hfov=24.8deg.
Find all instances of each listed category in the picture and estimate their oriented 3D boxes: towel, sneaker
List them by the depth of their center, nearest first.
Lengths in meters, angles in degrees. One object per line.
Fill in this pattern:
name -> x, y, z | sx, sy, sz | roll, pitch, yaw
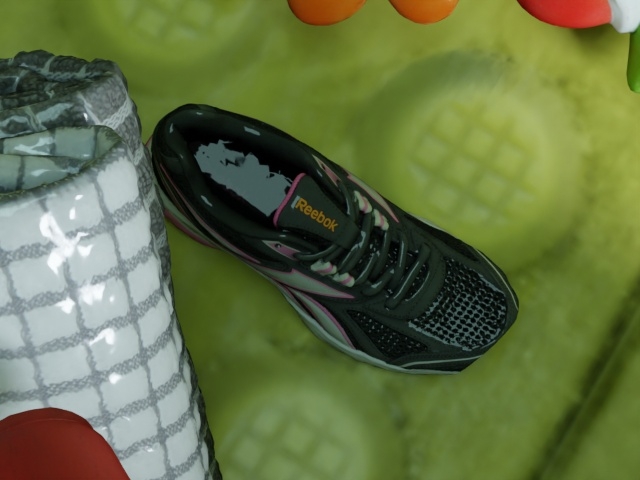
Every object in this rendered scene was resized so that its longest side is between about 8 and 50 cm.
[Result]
towel -> -0.183, 0.066, 0.520 | 0.283, 0.121, 0.235 | -9, 125, -2
sneaker -> 0.000, 0.000, 0.611 | 0.178, 0.077, 0.072 | 26, 81, 1

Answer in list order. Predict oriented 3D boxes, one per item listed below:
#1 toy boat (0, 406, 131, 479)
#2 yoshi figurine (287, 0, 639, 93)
toy boat -> -0.027, 0.189, 0.464 | 0.267, 0.318, 0.148 | -28, 48, -6
yoshi figurine -> 0.100, -0.203, 0.604 | 0.362, 0.203, 0.203 | 6, 64, 1
